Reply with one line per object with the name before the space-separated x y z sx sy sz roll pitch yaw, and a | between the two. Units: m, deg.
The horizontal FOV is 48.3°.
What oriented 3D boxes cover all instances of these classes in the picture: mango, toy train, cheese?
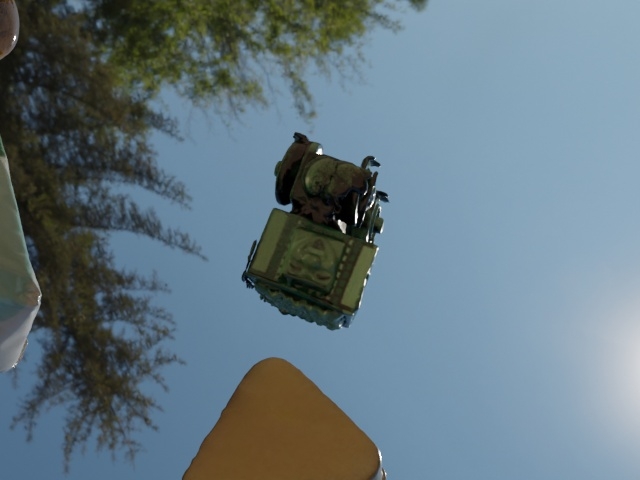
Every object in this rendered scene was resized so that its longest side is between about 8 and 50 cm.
mango | -0.433 -0.288 0.927 0.080 0.114 0.060 -18 -135 -32
toy train | 0.000 0.000 0.693 0.115 0.269 0.154 21 -98 4
cheese | -0.047 0.417 1.385 0.383 0.104 0.384 -6 -142 5

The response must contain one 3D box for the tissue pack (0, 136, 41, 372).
tissue pack | -0.435 -0.007 0.571 0.356 0.194 0.266 -7 -119 -34
